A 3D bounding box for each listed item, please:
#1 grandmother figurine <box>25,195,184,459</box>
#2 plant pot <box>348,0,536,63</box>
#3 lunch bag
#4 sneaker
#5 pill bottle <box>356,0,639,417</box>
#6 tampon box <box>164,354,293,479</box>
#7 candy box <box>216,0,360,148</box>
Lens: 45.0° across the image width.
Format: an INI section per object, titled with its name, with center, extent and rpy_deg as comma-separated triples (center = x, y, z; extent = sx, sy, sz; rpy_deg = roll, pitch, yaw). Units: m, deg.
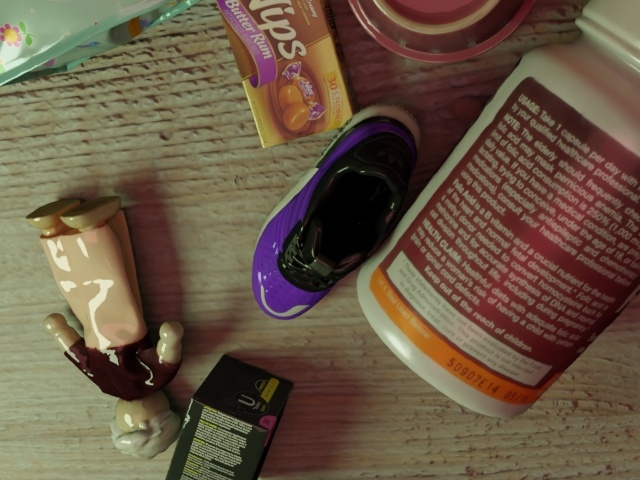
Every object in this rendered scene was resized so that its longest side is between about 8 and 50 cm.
[grandmother figurine]
center = -0.246, 0.119, 0.949
extent = 0.208, 0.104, 0.342
rpy_deg = 4, 114, 38
[plant pot]
center = 0.110, -0.260, 0.711
extent = 0.201, 0.180, 0.201
rpy_deg = 3, 108, 10
[lunch bag]
center = -0.242, -0.308, 0.774
extent = 0.262, 0.160, 0.223
rpy_deg = -20, 102, 22
[sneaker]
center = -0.001, -0.001, 0.810
extent = 0.102, 0.146, 0.293
rpy_deg = 27, 123, -11
[pill bottle]
center = 0.231, -0.041, 0.737
extent = 0.224, 0.224, 0.392
rpy_deg = 35, 111, -2
[tampon box]
center = -0.115, 0.248, 0.948
extent = 0.101, 0.120, 0.161
rpy_deg = 22, 110, 4
[candy box]
center = -0.035, -0.204, 0.823
extent = 0.109, 0.053, 0.187
rpy_deg = -13, 107, 14
